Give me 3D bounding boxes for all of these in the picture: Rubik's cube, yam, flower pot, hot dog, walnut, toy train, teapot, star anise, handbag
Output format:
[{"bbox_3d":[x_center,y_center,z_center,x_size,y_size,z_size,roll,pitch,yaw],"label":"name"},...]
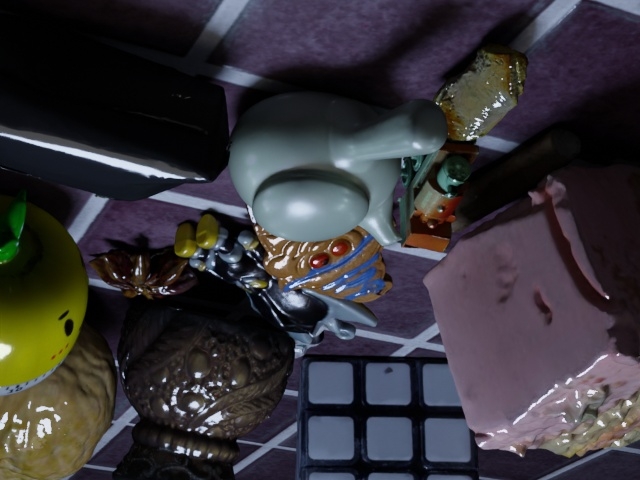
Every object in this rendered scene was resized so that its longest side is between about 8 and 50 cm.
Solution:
[{"bbox_3d":[0.105,0.390,2.415,0.301,0.304,0.305,1,152,-2],"label":"Rubik's cube"},{"bbox_3d":[0.229,-0.073,1.748,0.056,0.057,0.241,17,147,-29],"label":"yam"},{"bbox_3d":[-0.190,0.248,2.092,0.266,0.267,0.266,13,172,2],"label":"flower pot"},{"bbox_3d":[0.184,-0.165,1.538,0.061,0.078,0.169,-31,175,-36],"label":"hot dog"},{"bbox_3d":[-0.457,0.219,2.104,0.306,0.306,0.344,7,146,-13],"label":"walnut"},{"bbox_3d":[0.143,-0.070,1.677,0.074,0.118,0.176,4,156,-13],"label":"toy train"},{"bbox_3d":[0.007,-0.099,1.584,0.219,0.149,0.318,3,155,-7],"label":"teapot"},{"bbox_3d":[-0.252,0.050,2.003,0.167,0.057,0.168,0,153,0],"label":"star anise"},{"bbox_3d":[-0.286,-0.126,1.557,0.342,0.152,0.288,17,161,-23],"label":"handbag"}]

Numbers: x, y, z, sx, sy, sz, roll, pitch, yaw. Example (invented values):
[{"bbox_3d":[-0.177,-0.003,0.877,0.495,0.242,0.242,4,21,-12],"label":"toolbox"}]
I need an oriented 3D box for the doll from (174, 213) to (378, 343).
[{"bbox_3d":[-0.067,0.063,1.971,0.316,0.103,0.145,32,121,-33],"label":"doll"}]

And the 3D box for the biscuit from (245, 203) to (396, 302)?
[{"bbox_3d":[0.000,0.000,1.853,0.183,0.043,0.280,-39,129,15],"label":"biscuit"}]

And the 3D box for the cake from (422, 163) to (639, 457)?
[{"bbox_3d":[0.334,0.091,1.702,0.306,0.293,0.314,4,144,-35],"label":"cake"}]

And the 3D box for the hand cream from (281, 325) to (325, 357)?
[{"bbox_3d":[-0.071,0.167,2.253,0.084,0.050,0.257,18,152,-37],"label":"hand cream"}]

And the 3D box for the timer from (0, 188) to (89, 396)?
[{"bbox_3d":[-0.417,0.041,1.781,0.285,0.285,0.285,1,154,0],"label":"timer"}]

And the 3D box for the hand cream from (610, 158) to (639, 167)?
[{"bbox_3d":[0.374,-0.035,1.830,0.080,0.050,0.234,6,146,-13],"label":"hand cream"}]
